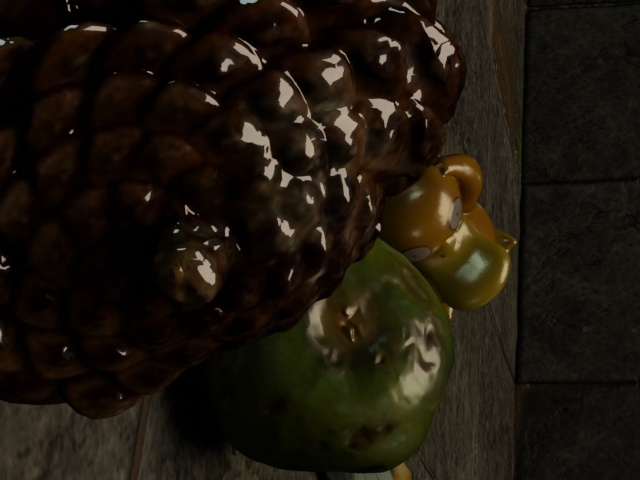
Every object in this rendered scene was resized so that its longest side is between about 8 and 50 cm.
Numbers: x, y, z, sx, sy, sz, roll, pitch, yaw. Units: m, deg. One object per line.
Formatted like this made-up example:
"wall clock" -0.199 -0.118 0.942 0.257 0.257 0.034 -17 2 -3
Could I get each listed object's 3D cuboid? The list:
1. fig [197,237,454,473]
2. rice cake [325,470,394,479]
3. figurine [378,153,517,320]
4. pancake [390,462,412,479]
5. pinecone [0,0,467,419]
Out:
"fig" -0.017 0.108 1.154 0.275 0.206 0.206 135 -38 -63
"rice cake" 0.041 0.249 1.545 0.237 0.043 0.127 75 19 -46
"figurine" 0.135 -0.003 1.737 0.228 0.215 0.215 86 2 -88
"pancake" 0.092 0.423 1.693 0.266 0.057 0.244 -78 164 -52
"pinecone" -0.074 -0.064 0.727 0.242 0.298 0.296 49 12 -6
